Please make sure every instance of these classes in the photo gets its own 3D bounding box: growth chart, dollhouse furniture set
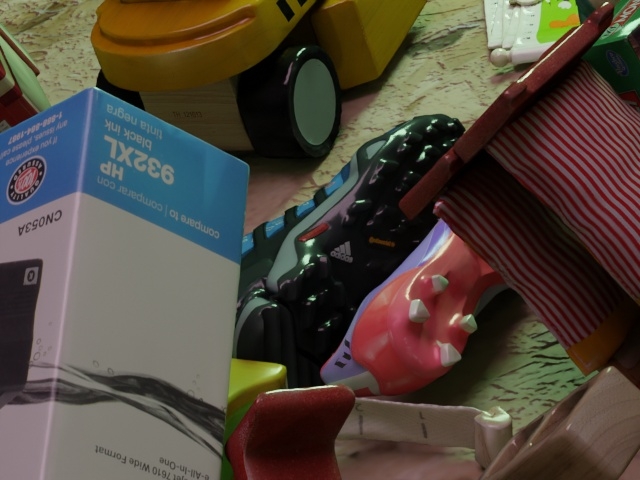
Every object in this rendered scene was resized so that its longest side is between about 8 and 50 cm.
[{"bbox_3d":[0.214,-0.216,1.692,0.172,0.021,0.237,-14,32,6],"label":"growth chart"},{"bbox_3d":[0.100,0.061,1.104,0.374,0.201,0.152,-44,-2,-36],"label":"dollhouse furniture set"}]

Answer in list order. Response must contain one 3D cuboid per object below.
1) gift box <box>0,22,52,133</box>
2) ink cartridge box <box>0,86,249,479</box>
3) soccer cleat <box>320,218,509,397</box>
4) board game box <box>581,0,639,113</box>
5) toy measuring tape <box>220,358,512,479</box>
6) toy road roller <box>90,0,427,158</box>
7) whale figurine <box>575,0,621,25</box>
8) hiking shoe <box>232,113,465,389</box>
[{"bbox_3d":[-0.371,-0.106,1.625,0.255,0.276,0.258,-34,36,0],"label":"gift box"},{"bbox_3d":[-0.170,0.099,1.123,0.223,0.129,0.307,-21,54,40],"label":"ink cartridge box"},{"bbox_3d":[0.083,0.026,1.323,0.095,0.083,0.248,-24,15,36],"label":"soccer cleat"},{"bbox_3d":[0.309,-0.124,1.312,0.046,0.213,0.317,-10,28,47],"label":"board game box"},{"bbox_3d":[-0.050,0.132,1.219,0.330,0.121,0.121,6,38,18],"label":"toy measuring tape"},{"bbox_3d":[-0.066,-0.227,1.645,0.202,0.241,0.329,1,37,29],"label":"toy road roller"},{"bbox_3d":[0.257,-0.122,1.399,0.141,0.216,0.272,-36,34,48],"label":"whale figurine"},{"bbox_3d":[0.000,0.000,1.383,0.132,0.113,0.304,0,31,41],"label":"hiking shoe"}]
